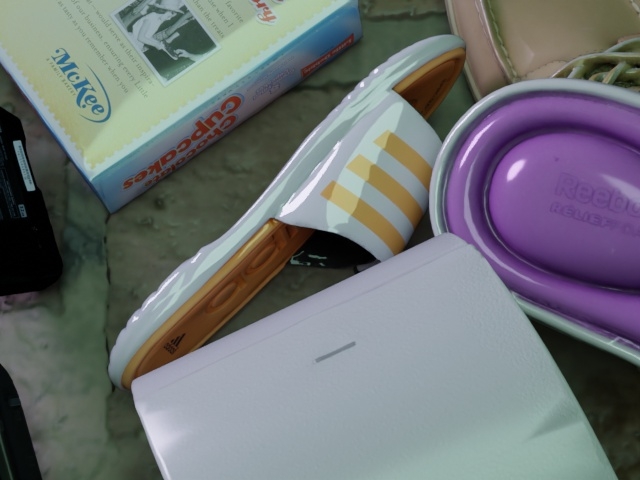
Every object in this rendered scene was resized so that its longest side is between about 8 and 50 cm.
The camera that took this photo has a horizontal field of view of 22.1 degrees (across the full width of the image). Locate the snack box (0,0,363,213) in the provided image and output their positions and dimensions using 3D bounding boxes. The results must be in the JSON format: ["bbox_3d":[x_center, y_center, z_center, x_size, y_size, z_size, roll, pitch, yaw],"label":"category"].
[{"bbox_3d":[-0.143,-0.196,0.983,0.187,0.060,0.322,-35,73,-7],"label":"snack box"}]

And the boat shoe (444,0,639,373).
[{"bbox_3d":[0.173,-0.060,0.892,0.122,0.110,0.341,-26,72,-5],"label":"boat shoe"}]

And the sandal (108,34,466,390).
[{"bbox_3d":[0.001,0.003,0.894,0.076,0.102,0.265,44,87,14],"label":"sandal"}]

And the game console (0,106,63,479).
[{"bbox_3d":[-0.216,0.079,0.846,0.213,0.044,0.361,-7,75,-44],"label":"game console"}]

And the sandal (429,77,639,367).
[{"bbox_3d":[0.231,0.021,0.733,0.416,0.102,0.169,10,92,26],"label":"sandal"}]

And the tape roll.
[{"bbox_3d":[0.038,0.139,0.763,0.169,0.246,0.246,-24,72,-5],"label":"tape roll"}]
